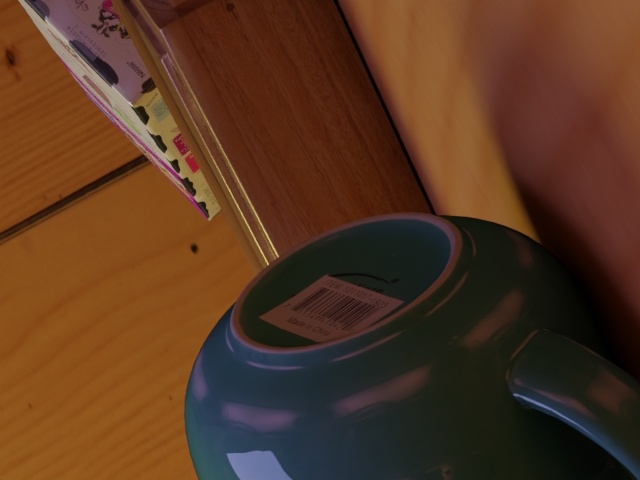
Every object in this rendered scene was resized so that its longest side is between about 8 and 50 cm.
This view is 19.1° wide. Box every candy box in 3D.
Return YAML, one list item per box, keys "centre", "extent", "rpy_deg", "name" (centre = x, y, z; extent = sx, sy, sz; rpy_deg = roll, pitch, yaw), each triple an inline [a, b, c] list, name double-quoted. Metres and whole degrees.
- centre: [-0.132, -0.125, 1.392]
  extent: [0.159, 0.071, 0.233]
  rpy_deg: [45, 174, 20]
  name: "candy box"

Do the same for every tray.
- centre: [0.019, 0.030, 0.907]
  extent: [0.411, 0.076, 0.203]
  rpy_deg: [64, 175, -27]
  name: "tray"

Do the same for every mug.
- centre: [0.037, 0.048, 0.573]
  extent: [0.129, 0.158, 0.097]
  rpy_deg: [-75, -35, -60]
  name: "mug"
